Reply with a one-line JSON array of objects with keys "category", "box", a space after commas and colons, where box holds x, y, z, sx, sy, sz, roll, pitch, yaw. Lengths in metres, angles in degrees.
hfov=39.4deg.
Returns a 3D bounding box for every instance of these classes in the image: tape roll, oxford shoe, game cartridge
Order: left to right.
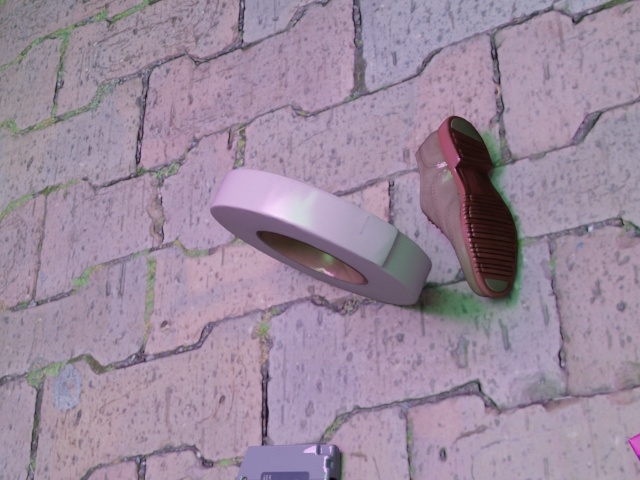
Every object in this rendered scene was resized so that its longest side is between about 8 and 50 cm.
[{"category": "game cartridge", "box": [-0.068, 0.499, 1.521, 0.198, 0.062, 0.297, -10, 62, 31]}, {"category": "tape roll", "box": [0.000, 0.000, 1.514, 0.392, 0.392, 0.072, 17, 76, 35]}, {"category": "oxford shoe", "box": [0.251, -0.045, 1.584, 0.130, 0.123, 0.348, -37, 51, 43]}]

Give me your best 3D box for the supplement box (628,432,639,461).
[{"category": "supplement box", "box": [0.556, 0.280, 1.229, 0.220, 0.114, 0.111, -34, 55, 14]}]
